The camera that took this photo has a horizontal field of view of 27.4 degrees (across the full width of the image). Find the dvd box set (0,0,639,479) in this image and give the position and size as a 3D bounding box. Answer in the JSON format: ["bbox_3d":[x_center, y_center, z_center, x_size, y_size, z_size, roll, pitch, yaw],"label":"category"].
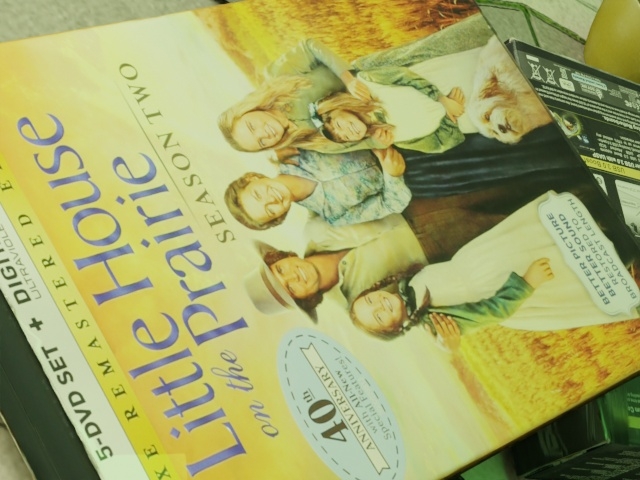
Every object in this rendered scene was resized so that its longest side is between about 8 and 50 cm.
[{"bbox_3d":[0.000,0.000,0.744,0.420,0.062,0.307,-18,71,-40],"label":"dvd box set"}]

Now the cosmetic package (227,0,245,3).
[{"bbox_3d":[-0.140,-0.351,0.941,0.366,0.155,0.197,29,42,-21],"label":"cosmetic package"}]

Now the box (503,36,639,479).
[{"bbox_3d":[0.289,0.036,1.042,0.395,0.097,0.318,11,57,-38],"label":"box"}]

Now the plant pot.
[{"bbox_3d":[0.312,-0.190,1.270,0.134,0.095,0.134,24,45,-26],"label":"plant pot"}]

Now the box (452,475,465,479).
[{"bbox_3d":[0.030,0.235,0.701,0.216,0.060,0.270,46,39,-5],"label":"box"}]
